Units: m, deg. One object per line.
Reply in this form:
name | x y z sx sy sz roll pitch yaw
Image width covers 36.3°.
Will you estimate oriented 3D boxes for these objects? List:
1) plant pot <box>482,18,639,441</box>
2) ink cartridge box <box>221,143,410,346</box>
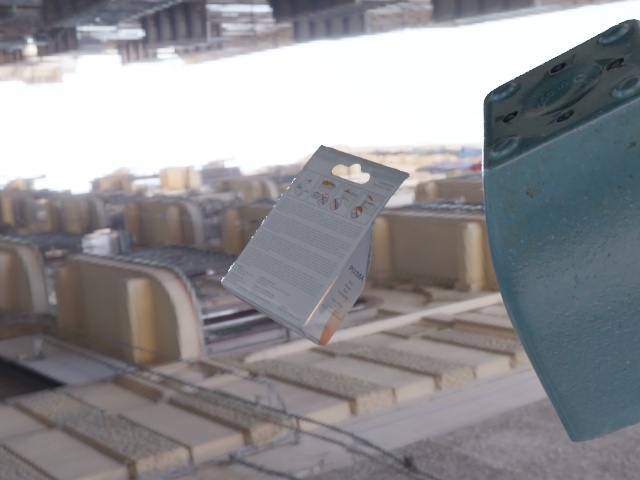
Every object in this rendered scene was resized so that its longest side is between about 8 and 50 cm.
plant pot | 0.258 -0.032 0.827 0.247 0.247 0.252 -27 -65 24
ink cartridge box | 0.000 0.000 0.955 0.145 0.045 0.179 24 -107 49
